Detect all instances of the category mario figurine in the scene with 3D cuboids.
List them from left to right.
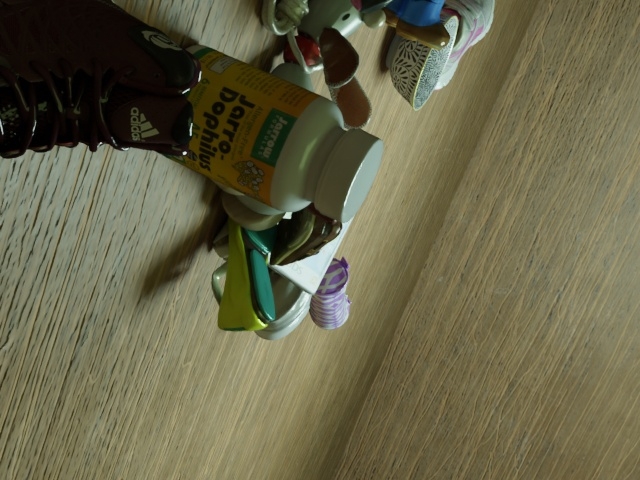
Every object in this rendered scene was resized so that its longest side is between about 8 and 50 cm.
[{"bbox_3d":[0.218,-0.439,1.347,0.170,0.198,0.321,-17,137,-55],"label":"mario figurine"}]

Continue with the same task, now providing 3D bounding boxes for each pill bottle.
[{"bbox_3d":[-0.051,-0.097,0.889,0.118,0.208,0.118,-58,165,-25],"label":"pill bottle"}]

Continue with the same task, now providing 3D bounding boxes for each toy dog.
[{"bbox_3d":[-0.003,-0.149,1.081,0.334,0.161,0.220,-67,167,10],"label":"toy dog"}]

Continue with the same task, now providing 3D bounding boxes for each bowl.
[{"bbox_3d":[0.162,-0.314,1.576,0.170,0.080,0.170,-58,164,-26],"label":"bowl"}]

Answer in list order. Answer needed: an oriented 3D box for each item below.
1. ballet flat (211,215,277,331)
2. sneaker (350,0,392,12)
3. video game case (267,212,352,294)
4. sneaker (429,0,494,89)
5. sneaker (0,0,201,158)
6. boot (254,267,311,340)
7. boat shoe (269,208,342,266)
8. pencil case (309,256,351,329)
[{"bbox_3d":[-0.100,0.020,1.170,0.077,0.077,0.231,51,26,-42],"label":"ballet flat"},{"bbox_3d":[0.056,-0.346,1.041,0.077,0.072,0.178,-45,131,-79],"label":"sneaker"},{"bbox_3d":[-0.016,-0.049,1.341,0.193,0.023,0.212,39,75,-51],"label":"video game case"},{"bbox_3d":[0.250,-0.400,1.706,0.252,0.103,0.111,-61,168,-18],"label":"sneaker"},{"bbox_3d":[-0.166,-0.090,0.567,0.281,0.162,0.106,-47,158,-52],"label":"sneaker"},{"bbox_3d":[-0.042,0.020,1.432,0.123,0.095,0.258,79,32,-55],"label":"boot"},{"bbox_3d":[-0.023,0.001,1.207,0.178,0.060,0.064,143,-41,-66],"label":"boat shoe"},{"bbox_3d":[0.018,0.103,1.768,0.088,0.086,0.206,-26,159,-8],"label":"pencil case"}]
